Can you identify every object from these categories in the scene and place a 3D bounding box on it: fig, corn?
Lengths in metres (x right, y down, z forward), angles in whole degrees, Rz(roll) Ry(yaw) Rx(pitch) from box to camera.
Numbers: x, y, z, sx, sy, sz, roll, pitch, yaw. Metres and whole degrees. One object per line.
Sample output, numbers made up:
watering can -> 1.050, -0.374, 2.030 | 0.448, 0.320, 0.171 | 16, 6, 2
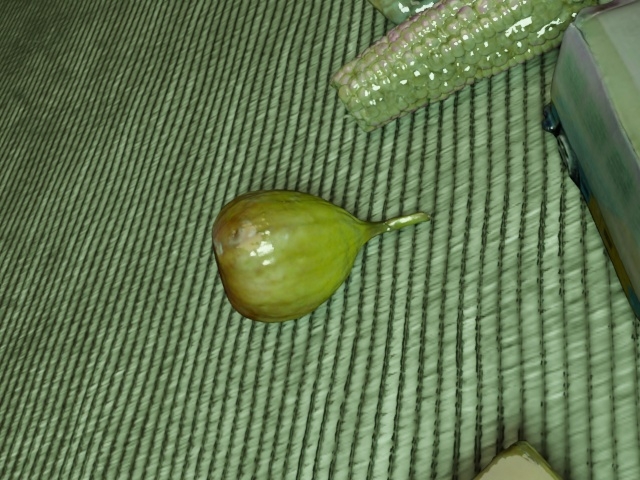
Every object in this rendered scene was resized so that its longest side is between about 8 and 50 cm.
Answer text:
fig -> 0.000, 0.000, 0.628 | 0.256, 0.159, 0.159 | -13, 58, 2
corn -> 0.166, -0.246, 0.659 | 0.335, 0.126, 0.127 | -23, 57, 18

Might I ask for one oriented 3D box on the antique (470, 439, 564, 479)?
antique -> 0.088, 0.297, 0.435 | 0.310, 0.093, 0.087 | -44, 53, 2

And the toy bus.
toy bus -> 0.316, -0.035, 0.443 | 0.171, 0.162, 0.387 | -18, 58, 18

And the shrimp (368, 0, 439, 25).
shrimp -> 0.246, -0.446, 0.702 | 0.445, 0.110, 0.221 | -30, 85, 7
